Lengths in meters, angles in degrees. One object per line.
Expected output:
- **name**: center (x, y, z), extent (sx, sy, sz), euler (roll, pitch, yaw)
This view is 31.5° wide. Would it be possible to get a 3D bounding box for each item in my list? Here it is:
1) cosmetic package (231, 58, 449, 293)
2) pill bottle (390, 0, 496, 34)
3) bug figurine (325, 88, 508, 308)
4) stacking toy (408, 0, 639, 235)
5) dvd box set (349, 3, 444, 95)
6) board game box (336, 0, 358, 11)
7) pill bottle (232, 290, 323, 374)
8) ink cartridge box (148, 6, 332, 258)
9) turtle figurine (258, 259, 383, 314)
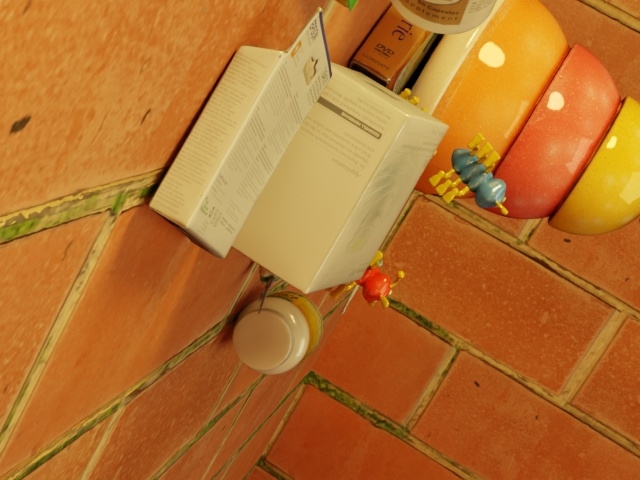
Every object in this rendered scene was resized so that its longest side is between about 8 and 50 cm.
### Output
- **cosmetic package**: center (0.018, -0.072, 1.295), extent (0.224, 0.138, 0.224), euler (-59, 166, 12)
- **pill bottle**: center (0.154, -0.340, 1.217), extent (0.131, 0.131, 0.229), euler (-55, 171, -28)
- **bug figurine**: center (0.098, -0.056, 1.430), extent (0.279, 0.216, 0.072), euler (-40, 159, 20)
- **stacking toy**: center (0.355, -0.119, 1.584), extent (0.350, 0.480, 0.350), euler (-56, 172, -12)
- **dvd box set**: center (0.158, -0.313, 1.610), extent (0.420, 0.062, 0.307), euler (-55, 172, -21)
- **board game box**: center (0.040, -0.298, 1.015), extent (0.124, 0.039, 0.259), euler (-58, 170, -3)
- **pill bottle**: center (-0.068, 0.141, 1.723), extent (0.117, 0.118, 0.208), euler (-60, 172, 6)
- **ink cartridge box**: center (-0.067, -0.099, 1.057), extent (0.224, 0.045, 0.223), euler (-59, 173, -6)
- **turtle figurine**: center (0.000, 0.000, 1.530), extent (0.118, 0.175, 0.234), euler (75, 30, -44)
